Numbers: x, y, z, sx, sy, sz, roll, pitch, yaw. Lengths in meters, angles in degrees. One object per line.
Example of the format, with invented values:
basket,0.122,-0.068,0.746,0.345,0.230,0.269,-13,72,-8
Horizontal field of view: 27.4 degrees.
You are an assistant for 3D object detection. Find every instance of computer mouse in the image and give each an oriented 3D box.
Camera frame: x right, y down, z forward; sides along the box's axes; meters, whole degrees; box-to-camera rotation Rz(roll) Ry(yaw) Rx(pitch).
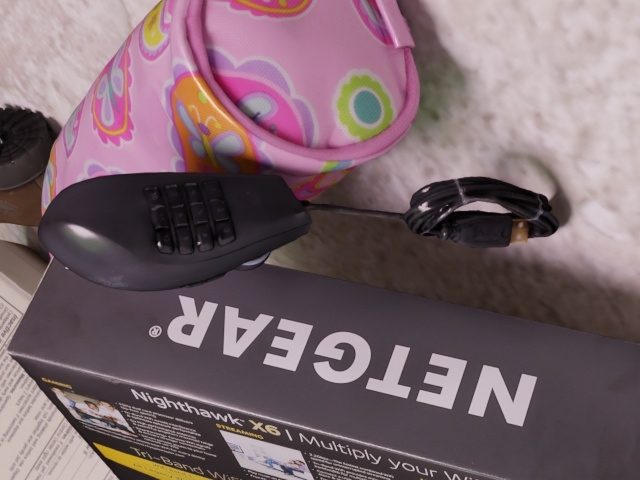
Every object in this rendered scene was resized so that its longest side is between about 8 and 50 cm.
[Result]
computer mouse,0.000,0.000,0.566,0.071,0.242,0.041,137,128,-62

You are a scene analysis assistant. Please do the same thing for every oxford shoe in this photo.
oxford shoe,-0.269,-0.051,0.975,0.227,0.083,0.096,20,147,39

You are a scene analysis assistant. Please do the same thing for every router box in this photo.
router box,0.026,0.112,0.684,0.309,0.081,0.243,12,152,20

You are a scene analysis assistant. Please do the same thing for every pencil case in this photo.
pencil case,-0.058,-0.051,0.670,0.124,0.124,0.284,47,151,-4

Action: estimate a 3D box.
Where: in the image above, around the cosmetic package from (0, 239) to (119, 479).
cosmetic package,-0.187,0.137,1.009,0.296,0.153,0.129,36,-174,17
